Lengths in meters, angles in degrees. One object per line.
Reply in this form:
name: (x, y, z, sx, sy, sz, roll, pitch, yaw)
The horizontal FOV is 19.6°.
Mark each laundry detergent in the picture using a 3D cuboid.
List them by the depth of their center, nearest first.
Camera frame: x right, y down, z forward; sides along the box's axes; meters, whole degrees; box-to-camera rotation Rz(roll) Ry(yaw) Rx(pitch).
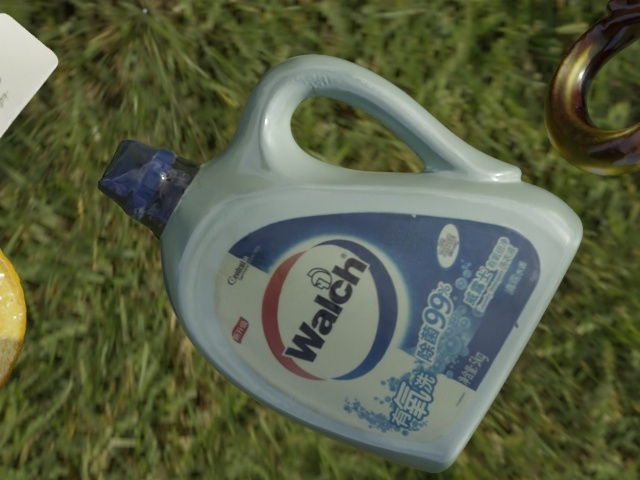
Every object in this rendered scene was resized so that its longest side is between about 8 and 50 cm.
laundry detergent: (0.000, 0.000, 1.157, 0.280, 0.105, 0.215, 30, 95, 0)

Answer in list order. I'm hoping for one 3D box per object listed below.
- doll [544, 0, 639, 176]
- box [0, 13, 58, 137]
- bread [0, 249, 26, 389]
doll: (0.330, -0.165, 1.283, 0.318, 0.209, 0.340, 1, 75, 23)
box: (-0.337, -0.069, 1.572, 0.071, 0.259, 0.168, 41, 50, -13)
bread: (-0.415, 0.075, 1.856, 0.268, 0.145, 0.268, 2, 86, -34)
